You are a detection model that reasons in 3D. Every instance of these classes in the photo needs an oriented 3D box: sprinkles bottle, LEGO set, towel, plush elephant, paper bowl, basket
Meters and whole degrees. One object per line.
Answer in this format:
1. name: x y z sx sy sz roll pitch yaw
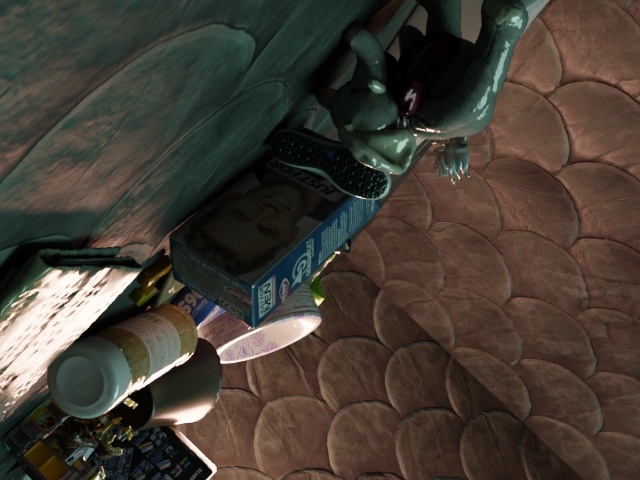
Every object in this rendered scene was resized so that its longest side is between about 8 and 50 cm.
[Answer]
1. sprinkles bottle: -0.320 0.193 1.658 0.121 0.121 0.355 -48 174 14
2. LEGO set: -0.419 0.387 1.783 0.255 0.192 0.331 -41 166 -34
3. towel: -0.377 0.122 1.185 0.324 0.056 0.312 -45 172 5
4. plush elephant: 0.122 -0.234 1.500 0.256 0.272 0.329 -7 119 -21
5. paper bowl: -0.151 0.175 2.363 0.284 0.148 0.284 -19 163 -6
6. basket: -0.339 0.318 2.098 0.227 0.154 0.204 -9 125 -62

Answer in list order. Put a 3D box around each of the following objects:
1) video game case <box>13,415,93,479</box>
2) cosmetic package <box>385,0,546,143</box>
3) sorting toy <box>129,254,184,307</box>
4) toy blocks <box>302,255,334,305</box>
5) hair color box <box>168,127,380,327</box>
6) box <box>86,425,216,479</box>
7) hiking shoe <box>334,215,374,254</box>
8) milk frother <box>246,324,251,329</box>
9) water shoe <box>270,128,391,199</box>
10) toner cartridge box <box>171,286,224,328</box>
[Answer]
1. video game case: -0.511 0.415 2.017 0.183 0.023 0.201 -53 160 10
2. cosmetic package: 0.244 -0.358 1.800 0.217 0.156 0.385 -39 172 -40
3. sorting toy: -0.219 0.037 1.717 0.307 0.041 0.229 -41 172 -46
4. toy blocks: -0.013 0.002 2.487 0.261 0.191 0.381 -58 -177 -36
5. hair color box: -0.064 -0.031 1.610 0.347 0.174 0.105 -43 151 -35
6. box: -0.437 0.517 2.196 0.295 0.293 0.073 -47 174 -4
7. hiking shoe: 0.000 0.000 1.940 0.227 0.114 0.086 -49 174 18
8. milk frother: -0.150 0.094 2.157 0.143 0.135 0.129 -48 175 12
9. water shoe: 0.021 -0.131 1.572 0.080 0.203 0.072 -61 176 -74
10. toner cartridge box: -0.146 0.021 1.979 0.348 0.075 0.165 -49 175 21
